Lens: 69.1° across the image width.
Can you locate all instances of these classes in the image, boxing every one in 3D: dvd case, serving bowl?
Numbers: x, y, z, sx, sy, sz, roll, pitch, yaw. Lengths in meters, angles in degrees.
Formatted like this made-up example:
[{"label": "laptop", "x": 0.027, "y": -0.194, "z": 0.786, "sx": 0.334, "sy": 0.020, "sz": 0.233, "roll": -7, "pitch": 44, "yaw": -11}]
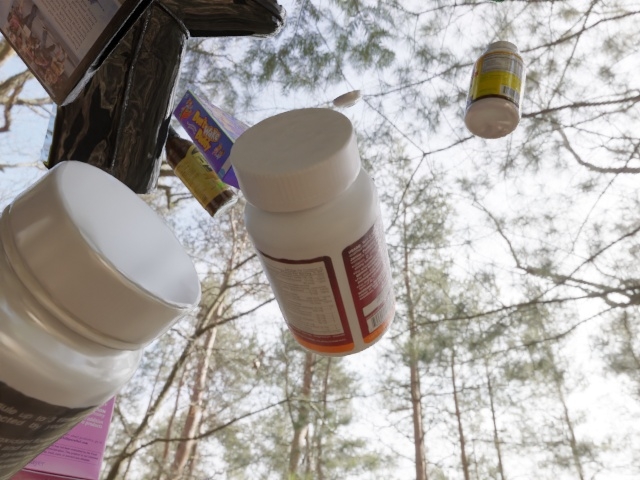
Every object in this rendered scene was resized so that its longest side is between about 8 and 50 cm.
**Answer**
[{"label": "dvd case", "x": -0.206, "y": -0.235, "z": 0.347, "sx": 0.253, "sy": 0.022, "sz": 0.180, "roll": -20, "pitch": -70, "yaw": 41}, {"label": "serving bowl", "x": 0.074, "y": -0.367, "z": 1.221, "sx": 0.083, "sy": 0.083, "sz": 0.027, "roll": -18, "pitch": -86, "yaw": 27}]

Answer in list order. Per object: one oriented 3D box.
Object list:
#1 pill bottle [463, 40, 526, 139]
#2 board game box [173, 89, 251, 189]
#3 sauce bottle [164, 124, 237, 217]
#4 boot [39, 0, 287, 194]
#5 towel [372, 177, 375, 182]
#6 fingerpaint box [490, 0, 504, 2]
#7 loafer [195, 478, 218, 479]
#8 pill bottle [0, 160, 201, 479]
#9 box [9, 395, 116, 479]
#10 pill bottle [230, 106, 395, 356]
[{"label": "pill bottle", "x": 0.390, "y": -0.339, "z": 1.034, "sx": 0.117, "sy": 0.215, "sz": 0.117, "roll": 14, "pitch": -27, "yaw": 7}, {"label": "board game box", "x": -0.197, "y": -0.221, "z": 1.151, "sx": 0.233, "sy": 0.347, "sz": 0.078, "roll": 22, "pitch": -70, "yaw": -48}, {"label": "sauce bottle", "x": -0.399, "y": -0.230, "z": 1.432, "sx": 0.344, "sy": 0.111, "sz": 0.111, "roll": 50, "pitch": -47, "yaw": 1}, {"label": "boot", "x": -0.287, "y": -0.298, "z": 0.895, "sx": 0.367, "sy": 0.445, "sz": 0.146, "roll": 12, "pitch": 8, "yaw": -33}, {"label": "towel", "x": 0.047, "y": -0.111, "z": 0.879, "sx": 0.119, "sy": 0.067, "sz": 0.029, "roll": 26, "pitch": -33, "yaw": -17}, {"label": "fingerpaint box", "x": 0.120, "y": -0.618, "z": 0.891, "sx": 0.444, "sy": 0.371, "sz": 0.163, "roll": -12, "pitch": -42, "yaw": -32}, {"label": "loafer", "x": -0.206, "y": 0.350, "z": 0.484, "sx": 0.087, "sy": 0.251, "sz": 0.094, "roll": 56, "pitch": -31, "yaw": 9}, {"label": "pill bottle", "x": -0.304, "y": 0.105, "z": 0.428, "sx": 0.361, "sy": 0.204, "sz": 0.204, "roll": -38, "pitch": -50, "yaw": 4}, {"label": "box", "x": -0.451, "y": 0.308, "z": 0.776, "sx": 0.117, "sy": 0.243, "sz": 0.213, "roll": 32, "pitch": -60, "yaw": -34}, {"label": "pill bottle", "x": 0.000, "y": 0.000, "z": 0.434, "sx": 0.121, "sy": 0.121, "sz": 0.221, "roll": -4, "pitch": -48, "yaw": 13}]
